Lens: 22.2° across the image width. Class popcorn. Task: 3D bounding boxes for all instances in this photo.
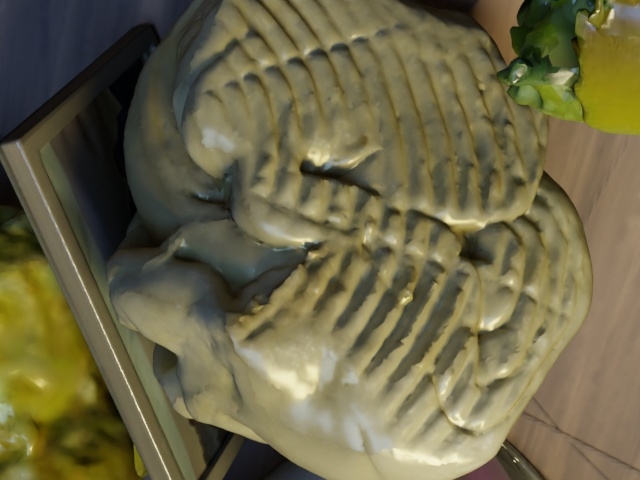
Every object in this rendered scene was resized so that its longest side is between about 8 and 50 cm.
[{"bbox_3d":[-0.202,0.111,1.045,0.225,0.276,0.276,-11,114,29],"label":"popcorn"}]

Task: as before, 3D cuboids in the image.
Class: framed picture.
[{"bbox_3d":[-0.099,0.017,1.012,0.018,0.192,0.265,-11,114,25],"label":"framed picture"}]

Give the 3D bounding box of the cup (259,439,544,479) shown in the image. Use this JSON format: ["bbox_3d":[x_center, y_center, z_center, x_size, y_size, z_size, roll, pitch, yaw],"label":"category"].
[{"bbox_3d":[0.000,0.291,1.103,0.253,0.253,0.371,42,122,-9],"label":"cup"}]

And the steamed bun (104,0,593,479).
[{"bbox_3d":[0.002,-0.002,0.948,0.289,0.276,0.203,38,152,2],"label":"steamed bun"}]

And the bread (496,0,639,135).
[{"bbox_3d":[0.279,-0.171,0.782,0.376,0.208,0.251,4,79,11],"label":"bread"}]
